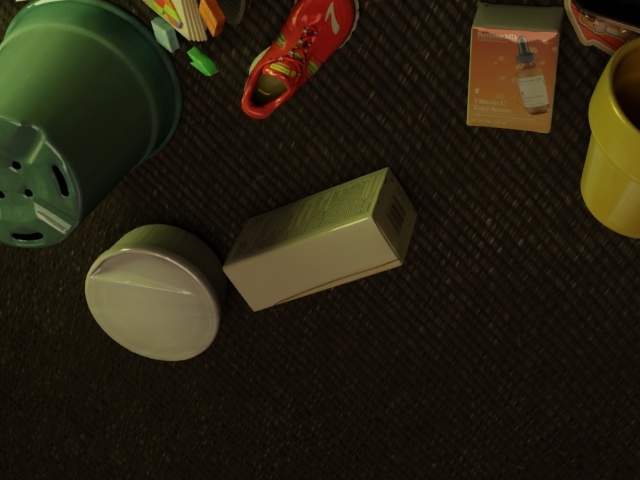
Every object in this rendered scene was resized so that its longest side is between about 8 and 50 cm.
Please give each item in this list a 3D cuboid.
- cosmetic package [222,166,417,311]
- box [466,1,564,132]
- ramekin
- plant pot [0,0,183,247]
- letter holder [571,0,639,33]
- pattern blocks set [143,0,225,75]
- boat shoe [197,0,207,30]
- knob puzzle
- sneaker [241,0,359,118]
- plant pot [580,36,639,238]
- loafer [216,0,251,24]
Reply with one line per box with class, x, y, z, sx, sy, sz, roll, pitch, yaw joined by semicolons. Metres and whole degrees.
cosmetic package;0.000;0.000;1.894;0.309;0.160;0.113;-19;118;30
box;0.294;-0.263;1.645;0.130;0.091;0.170;6;128;13
ramekin;-0.302;0.090;2.077;0.273;0.127;0.272;9;129;12
plant pot;-0.442;-0.181;1.785;0.341;0.334;0.341;8;129;11
letter holder;0.504;-0.331;1.425;0.302;0.214;0.152;18;111;3
pattern blocks set;-0.240;-0.396;1.645;0.285;0.026;0.324;35;153;43
boat shoe;-0.221;-0.407;1.723;0.063;0.066;0.184;29;148;32
knob puzzle;0.439;-0.353;1.570;0.213;0.030;0.213;9;128;11
sneaker;-0.034;-0.291;1.709;0.107;0.118;0.279;33;129;-9
plant pot;0.500;-0.133;1.593;0.254;0.254;0.239;19;144;3
loafer;-0.125;-0.424;1.644;0.094;0.087;0.251;36;154;7
